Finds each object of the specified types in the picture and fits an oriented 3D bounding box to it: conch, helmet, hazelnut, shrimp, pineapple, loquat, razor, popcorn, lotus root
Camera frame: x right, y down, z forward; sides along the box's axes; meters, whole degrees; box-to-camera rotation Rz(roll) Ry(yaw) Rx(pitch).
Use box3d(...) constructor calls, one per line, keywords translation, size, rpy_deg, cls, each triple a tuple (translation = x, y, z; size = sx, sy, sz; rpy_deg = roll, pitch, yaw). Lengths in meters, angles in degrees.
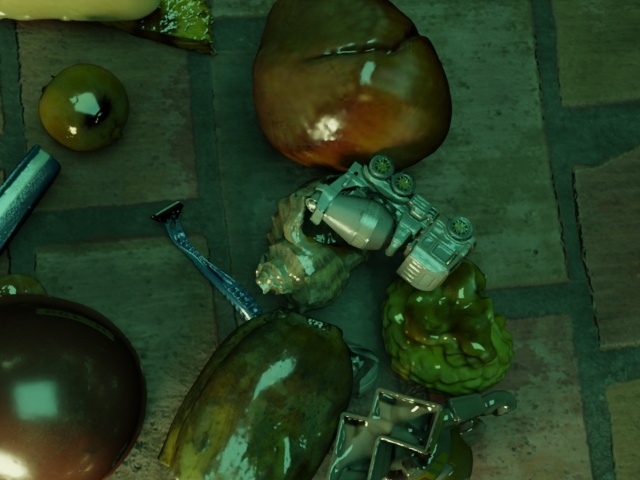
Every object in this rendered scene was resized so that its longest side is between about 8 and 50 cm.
box3d(translation=(-0.014, 0.004, 1.702), size=(0.291, 0.159, 0.210), rpy_deg=(-31, 105, -46), cls="conch")
box3d(translation=(-0.441, 0.247, 1.521), size=(0.385, 0.230, 0.337), rpy_deg=(27, 79, -16), cls="helmet")
box3d(translation=(0.055, -0.269, 1.689), size=(0.372, 0.315, 0.372), rpy_deg=(31, 36, -26), cls="hazelnut")
box3d(translation=(-0.550, 0.156, 1.643), size=(0.236, 0.053, 0.133), rpy_deg=(-44, 109, -18), cls="shrimp")
box3d(translation=(-0.278, -0.426, 1.775), size=(0.233, 0.079, 0.135), rpy_deg=(18, 76, -4), cls="pineapple")
box3d(translation=(-0.404, -0.227, 1.687), size=(0.163, 0.137, 0.163), rpy_deg=(0, 94, 2), cls="loquat")
box3d(translation=(-0.193, 0.042, 1.723), size=(0.253, 0.042, 0.082), rpy_deg=(47, 35, 0), cls="razor")
box3d(translation=(0.219, 0.149, 1.667), size=(0.206, 0.251, 0.237), rpy_deg=(-9, 85, -17), cls="popcorn")
box3d(translation=(-0.090, 0.272, 1.593), size=(0.250, 0.250, 0.346), rpy_deg=(29, 84, -3), cls="lotus root")

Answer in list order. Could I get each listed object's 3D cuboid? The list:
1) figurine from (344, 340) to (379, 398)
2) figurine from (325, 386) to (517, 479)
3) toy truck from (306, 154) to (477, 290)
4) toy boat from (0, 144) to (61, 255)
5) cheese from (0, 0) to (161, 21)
box3d(translation=(0.059, 0.225, 1.705), size=(0.082, 0.094, 0.086), rpy_deg=(24, 82, 8), cls="figurine")
box3d(translation=(0.155, 0.344, 1.617), size=(0.342, 0.285, 0.167), rpy_deg=(-17, 63, 21), cls="figurine")
box3d(translation=(0.111, -0.023, 1.588), size=(0.257, 0.108, 0.140), rpy_deg=(39, 63, 4), cls="toy truck")
box3d(translation=(-0.537, -0.024, 1.649), size=(0.062, 0.096, 0.299), rpy_deg=(35, 77, -11), cls="toy boat")
box3d(translation=(-0.453, -0.555, 1.726), size=(0.384, 0.104, 0.384), rpy_deg=(-2, 71, 4), cls="cheese")
